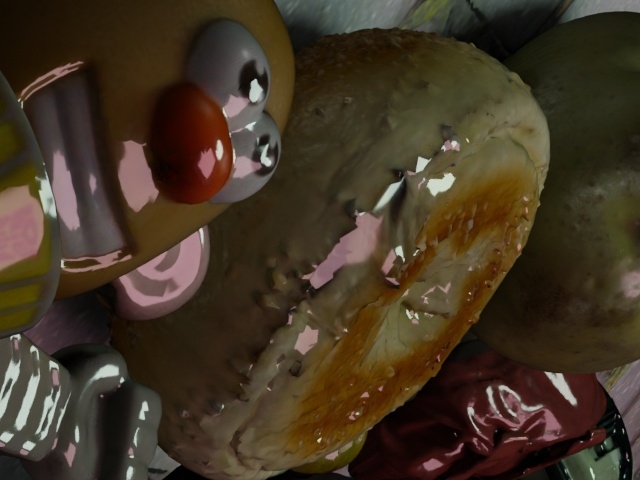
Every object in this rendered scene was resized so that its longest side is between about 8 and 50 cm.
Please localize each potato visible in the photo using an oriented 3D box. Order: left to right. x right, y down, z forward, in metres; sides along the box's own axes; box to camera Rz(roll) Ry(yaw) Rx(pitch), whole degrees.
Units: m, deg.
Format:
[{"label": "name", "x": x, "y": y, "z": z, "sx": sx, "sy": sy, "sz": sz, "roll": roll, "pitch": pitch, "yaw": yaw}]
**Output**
[{"label": "potato", "x": 0.186, "y": -0.030, "z": 1.326, "sx": 0.243, "sy": 0.221, "sz": 0.326, "roll": -41, "pitch": -171, "yaw": 20}]

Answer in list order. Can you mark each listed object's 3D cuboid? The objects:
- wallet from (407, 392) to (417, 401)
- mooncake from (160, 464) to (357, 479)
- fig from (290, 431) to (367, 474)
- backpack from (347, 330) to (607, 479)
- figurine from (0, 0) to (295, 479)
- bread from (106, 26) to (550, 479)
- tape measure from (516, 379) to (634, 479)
[{"label": "wallet", "x": 0.024, "y": 0.075, "z": 1.397, "sx": 0.198, "sy": 0.031, "sz": 0.110, "roll": -3, "pitch": 97, "yaw": -64}, {"label": "mooncake", "x": -0.097, "y": 0.325, "z": 1.171, "sx": 0.381, "sy": 0.212, "sz": 0.350, "roll": -19, "pitch": 103, "yaw": -31}, {"label": "fig", "x": 0.000, "y": 0.126, "z": 1.452, "sx": 0.084, "sy": 0.082, "sz": 0.098, "roll": 11, "pitch": 103, "yaw": -30}, {"label": "backpack", "x": 0.116, "y": 0.143, "z": 1.603, "sx": 0.229, "sy": 0.138, "sz": 0.229, "roll": -24, "pitch": 173, "yaw": -3}, {"label": "figurine", "x": -0.131, "y": -0.034, "z": 0.732, "sx": 0.285, "sy": 0.167, "sz": 0.342, "roll": -30, "pitch": 149, "yaw": -39}, {"label": "bread", "x": 0.000, "y": 0.000, "z": 1.094, "sx": 0.305, "sy": 0.159, "sz": 0.305, "roll": -42, "pitch": 162, "yaw": -18}, {"label": "tape measure", "x": 0.186, "y": 0.199, "z": 1.741, "sx": 0.115, "sy": 0.207, "sz": 0.235, "roll": -18, "pitch": 136, "yaw": -51}]
